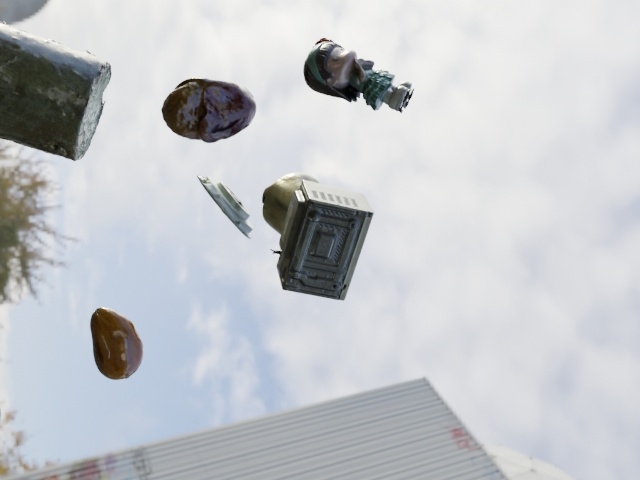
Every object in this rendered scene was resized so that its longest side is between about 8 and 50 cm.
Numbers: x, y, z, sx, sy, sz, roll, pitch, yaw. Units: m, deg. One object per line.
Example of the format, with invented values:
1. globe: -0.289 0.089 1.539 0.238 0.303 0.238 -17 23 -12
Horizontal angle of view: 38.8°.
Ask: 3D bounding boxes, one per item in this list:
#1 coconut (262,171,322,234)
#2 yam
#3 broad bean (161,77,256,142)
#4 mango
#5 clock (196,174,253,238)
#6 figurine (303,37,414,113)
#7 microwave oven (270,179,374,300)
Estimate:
1. coconut: -0.070 -0.101 2.638 0.224 0.224 0.224 23 -63 57
2. yam: -0.469 -0.234 1.334 0.168 0.304 0.168 -164 -90 -74
3. broad bean: -0.252 -0.299 2.079 0.156 0.228 0.122 -52 -121 37
4. mango: -0.420 0.216 1.863 0.084 0.105 0.159 -80 163 -55
5. clock: -0.260 -0.108 2.598 0.236 0.053 0.236 51 0 1
6. figurine: 0.080 -0.351 1.967 0.245 0.138 0.110 25 -59 7
7. microwave oven: 0.000 0.000 2.185 0.145 0.193 0.241 -116 -140 -61
